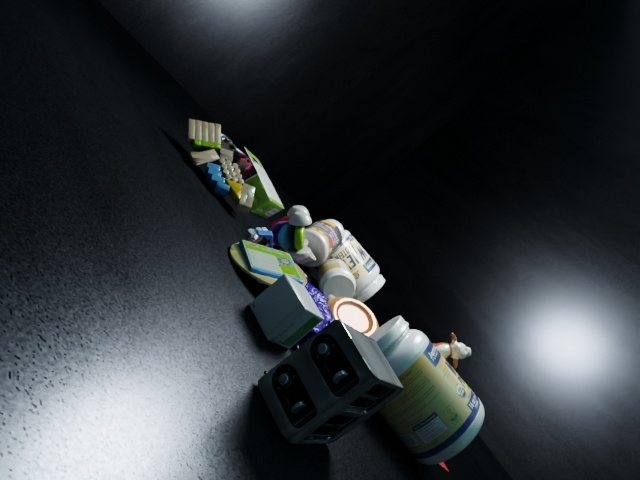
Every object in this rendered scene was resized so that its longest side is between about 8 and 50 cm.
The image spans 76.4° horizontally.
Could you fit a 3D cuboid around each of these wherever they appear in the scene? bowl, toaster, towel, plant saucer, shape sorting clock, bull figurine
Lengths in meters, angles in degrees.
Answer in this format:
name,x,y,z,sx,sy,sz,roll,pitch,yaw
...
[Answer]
name,x,y,z,sx,sy,sz,roll,pitch,yaw
bowl,-0.101,0.034,1.536,0.170,0.080,0.170,49,5,-6
toaster,0.022,0.229,0.647,0.186,0.168,0.110,42,12,-53
towel,-0.029,0.185,1.041,0.227,0.076,0.308,47,5,-33
plant saucer,0.101,0.252,1.289,0.200,0.037,0.199,19,36,-15
shape sorting clock,-0.129,0.063,1.012,0.206,0.040,0.206,26,20,-10
bull figurine,0.310,0.390,1.267,0.188,0.311,0.101,84,-20,-69

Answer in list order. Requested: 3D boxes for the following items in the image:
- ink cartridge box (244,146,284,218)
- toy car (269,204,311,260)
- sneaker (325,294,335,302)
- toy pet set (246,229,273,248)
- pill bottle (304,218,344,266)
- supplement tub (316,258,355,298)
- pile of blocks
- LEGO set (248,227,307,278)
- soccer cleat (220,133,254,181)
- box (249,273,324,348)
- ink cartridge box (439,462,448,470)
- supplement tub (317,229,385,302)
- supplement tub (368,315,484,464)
name,x,y,z,sx,sy,sz,roll,pitch,yaw
ink cartridge box,-0.269,-0.235,1.700,0.255,0.097,0.189,63,7,11
toy car,-0.103,-0.027,1.352,0.182,0.137,0.159,-111,-158,-68
sneaker,0.118,0.277,1.401,0.262,0.121,0.099,52,4,28
toy pet set,-0.160,0.017,1.219,0.122,0.065,0.114,48,5,-23
pill bottle,0.000,0.000,1.758,0.162,0.162,0.278,50,27,2
supplement tub,0.062,0.164,1.622,0.144,0.144,0.199,49,5,-12
pile of blocks,-0.346,-0.225,1.338,0.361,0.149,0.112,60,-36,12
LEGO set,-0.129,0.041,1.390,0.244,0.060,0.182,50,9,4
soccer cleat,-0.388,-0.345,1.698,0.143,0.115,0.331,24,-15,22
box,-0.069,0.145,0.831,0.102,0.101,0.087,53,6,38
ink cartridge box,0.331,0.594,1.302,0.181,0.056,0.224,47,4,-29
supplement tub,0.141,0.136,2.018,0.324,0.235,0.235,49,5,-1
supplement tub,0.238,0.379,1.062,0.316,0.228,0.228,50,5,8
